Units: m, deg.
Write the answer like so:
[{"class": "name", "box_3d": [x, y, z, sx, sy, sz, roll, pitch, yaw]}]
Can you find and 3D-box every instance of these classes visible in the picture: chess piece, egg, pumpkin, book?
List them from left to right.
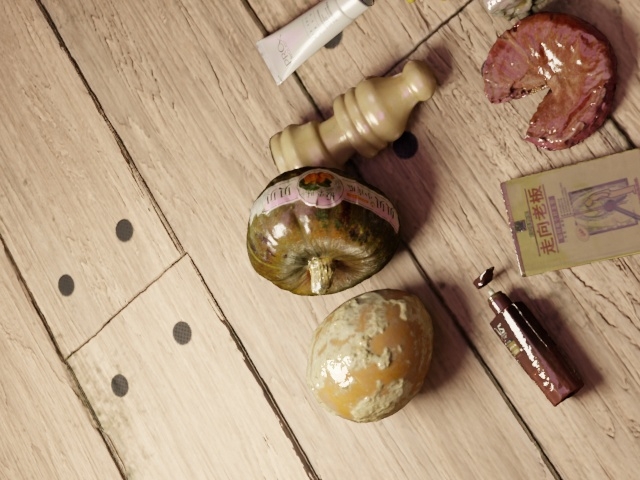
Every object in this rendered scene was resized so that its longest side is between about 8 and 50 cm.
[{"class": "pumpkin", "box_3d": [0.000, 0.002, 1.683, 0.260, 0.260, 0.189, -22, 49, 29]}, {"class": "chess piece", "box_3d": [0.068, -0.195, 1.729, 0.307, 0.124, 0.138, -32, 45, 23]}, {"class": "egg", "box_3d": [0.086, 0.189, 1.671, 0.203, 0.203, 0.245, 41, 99, 23]}, {"class": "book", "box_3d": [0.407, -0.043, 1.576, 0.231, 0.026, 0.161, -14, 84, 30]}]

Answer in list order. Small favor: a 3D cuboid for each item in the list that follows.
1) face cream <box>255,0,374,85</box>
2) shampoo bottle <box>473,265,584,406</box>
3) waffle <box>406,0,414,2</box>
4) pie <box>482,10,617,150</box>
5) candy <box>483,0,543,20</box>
[{"class": "face cream", "box_3d": [-0.012, -0.378, 1.798, 0.244, 0.058, 0.092, -31, 81, 33]}, {"class": "shampoo bottle", "box_3d": [0.325, 0.151, 1.604, 0.068, 0.067, 0.236, -47, 69, 32]}, {"class": "waffle", "box_3d": [0.180, -0.495, 1.494, 0.293, 0.069, 0.259, -29, 90, 26]}, {"class": "pie", "box_3d": [0.359, -0.256, 1.583, 0.219, 0.054, 0.204, 37, 109, 24]}, {"class": "candy", "box_3d": [0.322, -0.458, 1.554, 0.185, 0.137, 0.195, -23, 78, 28]}]
